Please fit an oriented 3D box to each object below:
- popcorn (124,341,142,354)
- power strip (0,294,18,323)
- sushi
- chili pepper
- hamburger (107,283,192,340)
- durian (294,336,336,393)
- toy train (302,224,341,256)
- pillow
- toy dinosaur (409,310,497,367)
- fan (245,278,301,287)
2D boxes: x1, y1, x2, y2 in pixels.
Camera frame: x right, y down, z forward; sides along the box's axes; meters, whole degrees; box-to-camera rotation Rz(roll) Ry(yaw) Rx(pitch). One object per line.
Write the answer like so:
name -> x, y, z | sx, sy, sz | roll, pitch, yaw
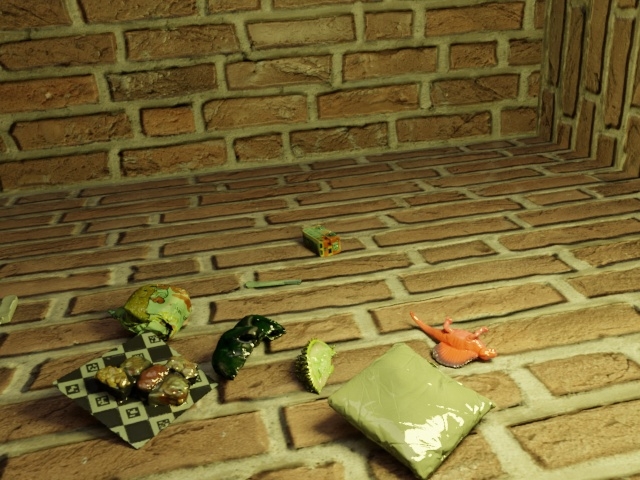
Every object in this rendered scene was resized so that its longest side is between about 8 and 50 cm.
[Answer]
popcorn -> -0.511, 0.324, 1.619 | 0.084, 0.084, 0.084 | -3, 23, 1
power strip -> -1.038, 0.230, 1.977 | 0.047, 0.030, 0.191 | -8, 23, -13
sushi -> -0.447, 0.335, 1.483 | 0.292, 0.059, 0.294 | 28, 36, 23
chili pepper -> -0.210, 0.271, 1.631 | 0.148, 0.116, 0.264 | 2, 22, 21
hamburger -> -0.521, 0.212, 1.807 | 0.235, 0.125, 0.214 | 15, 16, 9
durian -> -0.014, 0.318, 1.574 | 0.100, 0.086, 0.215 | 31, 29, -3
toy train -> 0.000, 0.000, 2.306 | 0.099, 0.072, 0.188 | -22, 29, -25
pillow -> 0.202, 0.371, 1.343 | 0.280, 0.076, 0.274 | 31, 43, 34
toy dinosaur -> 0.334, 0.280, 1.620 | 0.286, 0.070, 0.139 | 13, 50, 39
fan -> -0.160, 0.148, 2.048 | 0.193, 0.016, 0.038 | -3, 25, 4
